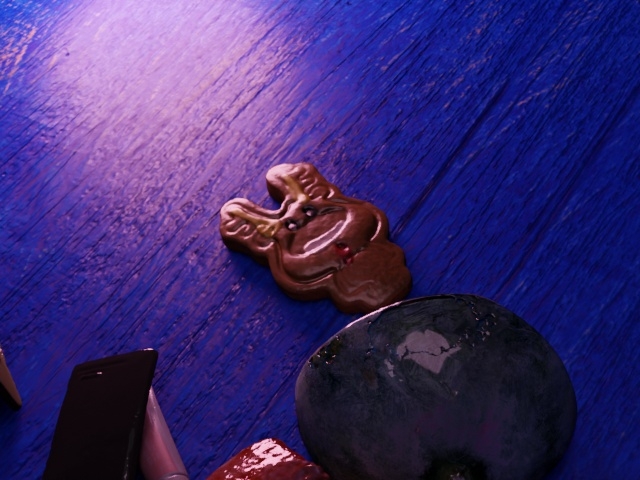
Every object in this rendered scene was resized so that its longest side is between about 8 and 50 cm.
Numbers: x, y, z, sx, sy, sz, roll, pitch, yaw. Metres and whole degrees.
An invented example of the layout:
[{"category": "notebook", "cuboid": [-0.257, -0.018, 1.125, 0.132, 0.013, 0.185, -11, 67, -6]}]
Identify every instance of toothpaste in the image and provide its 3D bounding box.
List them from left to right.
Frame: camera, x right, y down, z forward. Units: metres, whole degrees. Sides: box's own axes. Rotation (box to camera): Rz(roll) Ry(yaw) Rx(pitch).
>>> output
[{"category": "toothpaste", "cuboid": [-0.199, 0.243, 1.424, 0.067, 0.043, 0.194, -27, 45, -10]}]

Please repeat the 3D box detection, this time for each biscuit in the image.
[{"category": "biscuit", "cuboid": [0.000, -0.002, 1.606, 0.295, 0.044, 0.186, 32, 62, 32]}]

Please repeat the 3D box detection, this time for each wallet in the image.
[{"category": "wallet", "cuboid": [-0.263, 0.236, 1.424, 0.124, 0.025, 0.244, -12, 46, 20]}]

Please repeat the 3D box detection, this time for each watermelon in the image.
[{"category": "watermelon", "cuboid": [0.122, 0.186, 1.321, 0.322, 0.188, 0.175, -13, 44, 5]}]

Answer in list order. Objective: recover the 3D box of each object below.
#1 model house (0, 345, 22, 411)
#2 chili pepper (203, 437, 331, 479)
[{"category": "model house", "cuboid": [-0.536, 0.152, 1.447, 0.279, 0.218, 0.205, -28, 49, -10]}, {"category": "chili pepper", "cuboid": [-0.060, 0.341, 1.192, 0.251, 0.229, 0.305, 16, 52, 42]}]
